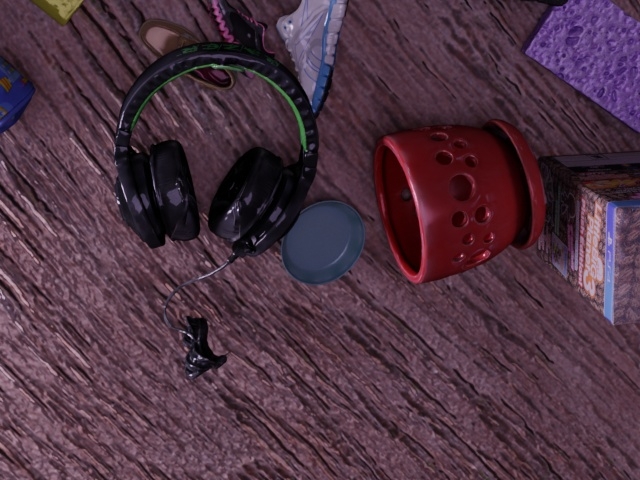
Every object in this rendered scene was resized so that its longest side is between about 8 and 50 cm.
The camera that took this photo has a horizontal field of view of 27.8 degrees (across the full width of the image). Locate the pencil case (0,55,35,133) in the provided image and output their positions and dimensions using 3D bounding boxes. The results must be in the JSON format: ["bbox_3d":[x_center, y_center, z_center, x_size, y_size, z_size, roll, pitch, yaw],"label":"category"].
[{"bbox_3d":[-0.481,-0.229,1.498,0.306,0.119,0.133,42,72,-16],"label":"pencil case"}]

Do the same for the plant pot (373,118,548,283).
[{"bbox_3d":[0.173,-0.058,1.612,0.174,0.191,0.191,-16,107,-13],"label":"plant pot"}]

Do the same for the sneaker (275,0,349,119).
[{"bbox_3d":[-0.018,-0.240,1.599,0.083,0.071,0.190,11,99,1],"label":"sneaker"}]

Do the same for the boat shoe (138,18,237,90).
[{"bbox_3d":[-0.160,-0.227,1.585,0.135,0.045,0.050,27,100,-14],"label":"boat shoe"}]

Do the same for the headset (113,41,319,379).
[{"bbox_3d":[-0.133,-0.038,1.568,0.243,0.185,0.394,5,116,-9],"label":"headset"}]

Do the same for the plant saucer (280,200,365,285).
[{"bbox_3d":[0.000,0.000,1.671,0.119,0.021,0.119,-11,118,-22],"label":"plant saucer"}]

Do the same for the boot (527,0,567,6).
[{"bbox_3d":[0.216,-0.453,1.547,0.223,0.118,0.338,7,100,-5],"label":"boot"}]

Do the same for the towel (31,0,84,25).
[{"bbox_3d":[-0.369,-0.367,1.532,0.237,0.021,0.102,38,102,-17],"label":"towel"}]

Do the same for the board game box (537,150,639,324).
[{"bbox_3d":[0.422,-0.015,1.601,0.232,0.291,0.141,-4,106,-7],"label":"board game box"}]

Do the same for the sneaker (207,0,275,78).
[{"bbox_3d":[-0.096,-0.261,1.590,0.057,0.047,0.119,-31,115,-6],"label":"sneaker"}]

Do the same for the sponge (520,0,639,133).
[{"bbox_3d":[0.373,-0.235,1.668,0.210,0.031,0.117,32,99,-15],"label":"sponge"}]
